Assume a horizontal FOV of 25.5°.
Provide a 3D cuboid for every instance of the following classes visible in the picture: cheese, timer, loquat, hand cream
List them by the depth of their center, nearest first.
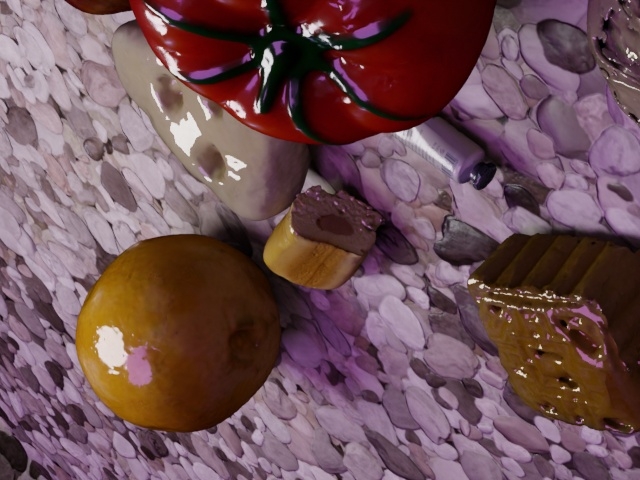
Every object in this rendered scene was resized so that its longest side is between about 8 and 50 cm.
[{"bbox_3d":[-0.006,-0.278,1.437,0.378,0.279,0.378,12,153,6],"label":"timer"},{"bbox_3d":[0.116,-0.139,1.729,0.234,0.050,0.080,39,149,25],"label":"hand cream"},{"bbox_3d":[-0.143,-0.228,1.873,0.328,0.130,0.351,40,147,18],"label":"cheese"},{"bbox_3d":[-0.222,0.142,2.209,0.328,0.328,0.328,33,146,25],"label":"loquat"}]

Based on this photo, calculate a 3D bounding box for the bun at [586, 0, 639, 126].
[{"bbox_3d":[0.355,-0.176,1.274,0.287,0.146,0.287,35,149,25],"label":"bun"}]

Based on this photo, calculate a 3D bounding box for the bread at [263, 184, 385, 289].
[{"bbox_3d":[0.000,-0.002,1.973,0.134,0.085,0.173,18,153,-14],"label":"bread"}]

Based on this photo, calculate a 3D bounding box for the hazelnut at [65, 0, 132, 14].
[{"bbox_3d":[-0.288,-0.387,1.879,0.201,0.161,0.170,-109,10,-63],"label":"hazelnut"}]

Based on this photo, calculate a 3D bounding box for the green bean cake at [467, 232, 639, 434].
[{"bbox_3d":[0.305,0.110,1.675,0.230,0.131,0.224,7,131,50],"label":"green bean cake"}]
